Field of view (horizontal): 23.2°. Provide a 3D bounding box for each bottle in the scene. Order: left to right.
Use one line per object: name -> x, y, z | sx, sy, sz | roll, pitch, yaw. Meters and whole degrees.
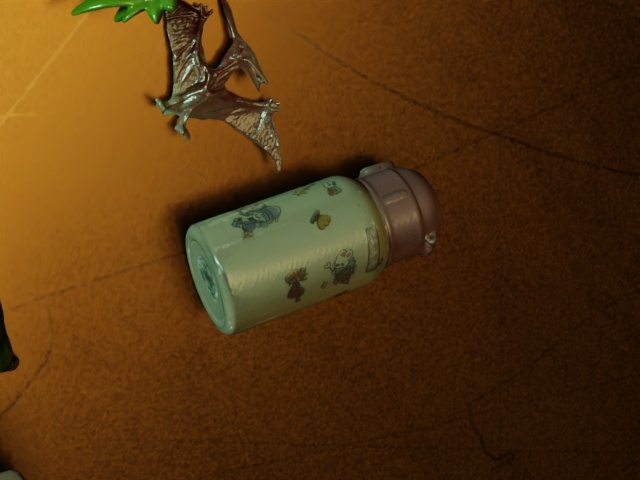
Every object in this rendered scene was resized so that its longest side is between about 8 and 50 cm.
bottle -> 0.000, 0.000, 1.437 | 0.233, 0.110, 0.110 | -21, 110, -17

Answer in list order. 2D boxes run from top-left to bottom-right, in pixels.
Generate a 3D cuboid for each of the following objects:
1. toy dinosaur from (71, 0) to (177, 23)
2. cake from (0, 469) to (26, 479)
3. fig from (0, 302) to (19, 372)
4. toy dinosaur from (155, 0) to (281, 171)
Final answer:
toy dinosaur -> -0.185, -0.256, 1.255 | 0.152, 0.194, 0.177 | -48, 133, 12
cake -> -0.312, 0.380, 1.330 | 0.230, 0.237, 0.309 | -12, 109, -19
fig -> -0.314, 0.074, 1.332 | 0.177, 0.117, 0.117 | 40, 86, -37
toy dinosaur -> -0.099, -0.146, 1.402 | 0.108, 0.032, 0.220 | -38, 112, -7
